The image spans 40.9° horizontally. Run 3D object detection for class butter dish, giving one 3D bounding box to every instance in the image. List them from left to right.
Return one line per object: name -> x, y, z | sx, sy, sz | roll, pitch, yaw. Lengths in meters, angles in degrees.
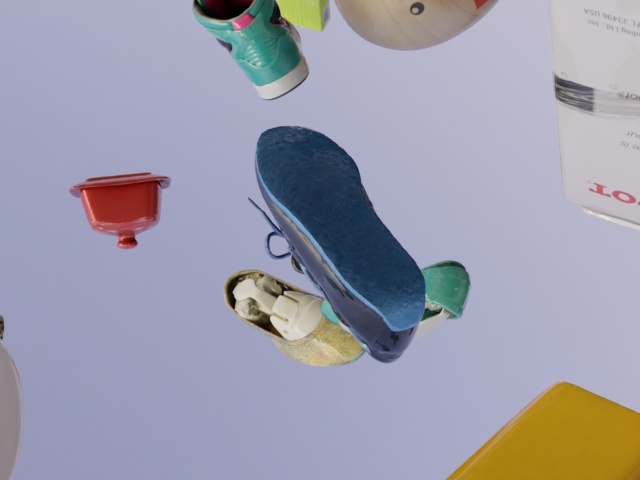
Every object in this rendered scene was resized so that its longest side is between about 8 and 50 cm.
butter dish -> -0.321, -0.044, 1.401 | 0.160, 0.160, 0.118 | -6, -92, -11

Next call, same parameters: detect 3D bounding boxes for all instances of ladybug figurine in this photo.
ladybug figurine -> 0.177, -0.509, 1.314 | 0.305, 0.162, 0.449 | 21, -103, 8

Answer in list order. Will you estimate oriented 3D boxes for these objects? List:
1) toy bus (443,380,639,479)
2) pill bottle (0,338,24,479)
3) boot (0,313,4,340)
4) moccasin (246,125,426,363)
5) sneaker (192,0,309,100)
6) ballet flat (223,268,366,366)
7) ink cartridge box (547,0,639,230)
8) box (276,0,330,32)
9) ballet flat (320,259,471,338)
toy bus -> 0.084, 0.228, 0.498 | 0.332, 0.130, 0.108 | -30, -141, -35
pill bottle -> -0.444, 0.138, 0.699 | 0.361, 0.204, 0.204 | 4, -151, 25
boot -> -0.479, 0.169, 0.984 | 0.178, 0.236, 0.085 | 7, -150, -40
moccasin -> 0.000, 0.000, 0.970 | 0.137, 0.117, 0.342 | -10, -135, -15
sneaker -> -0.115, -0.337, 1.278 | 0.178, 0.124, 0.295 | 58, -177, -32
ballet flat -> -0.059, 0.123, 1.454 | 0.123, 0.123, 0.348 | 0, -170, -35
ink cartridge box -> 0.324, -0.147, 0.597 | 0.285, 0.395, 0.166 | 21, -110, 27
box -> -0.073, -0.441, 1.520 | 0.178, 0.109, 0.042 | 20, -119, 16
ballet flat -> 0.090, 0.097, 1.146 | 0.083, 0.247, 0.087 | 35, -131, -35
